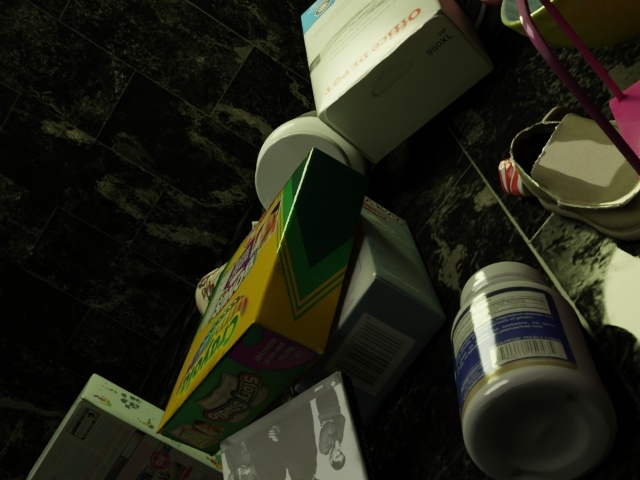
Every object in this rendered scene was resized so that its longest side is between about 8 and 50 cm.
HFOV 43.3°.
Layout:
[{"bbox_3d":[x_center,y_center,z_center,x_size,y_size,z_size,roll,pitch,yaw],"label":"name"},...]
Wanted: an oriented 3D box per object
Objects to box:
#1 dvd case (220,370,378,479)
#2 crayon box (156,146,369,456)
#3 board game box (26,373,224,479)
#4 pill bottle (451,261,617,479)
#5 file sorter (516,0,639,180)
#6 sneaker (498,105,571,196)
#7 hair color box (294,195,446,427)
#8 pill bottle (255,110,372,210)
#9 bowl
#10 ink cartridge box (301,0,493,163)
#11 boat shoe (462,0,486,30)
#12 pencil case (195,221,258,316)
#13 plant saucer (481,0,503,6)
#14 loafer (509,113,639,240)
[{"bbox_3d":[-0.019,0.276,0.830,0.179,0.029,0.239,-33,44,18],"label":"dvd case"},{"bbox_3d":[-0.085,0.095,1.152,0.363,0.106,0.313,-50,16,46],"label":"crayon box"},{"bbox_3d":[-0.320,0.404,1.382,0.224,0.303,0.097,-55,12,12],"label":"board game box"},{"bbox_3d":[0.165,0.099,0.662,0.112,0.112,0.187,-53,13,25],"label":"pill bottle"},{"bbox_3d":[0.295,-0.189,0.535,0.290,0.182,0.202,-36,21,27],"label":"file sorter"},{"bbox_3d":[0.255,-0.106,0.968,0.119,0.042,0.067,-62,16,-7],"label":"sneaker"},{"bbox_3d":[0.054,0.077,1.153,0.185,0.113,0.374,-56,13,16],"label":"hair color box"},{"bbox_3d":[-0.011,-0.143,1.584,0.210,0.210,0.363,-55,1,14],"label":"pill bottle"},{"bbox_3d":[0.342,-0.307,0.845,0.289,0.156,0.289,-54,13,19],"label":"bowl"},{"bbox_3d":[0.127,-0.380,1.524,0.285,0.166,0.395,-38,35,25],"label":"ink cartridge box"},{"bbox_3d":[0.231,-0.396,1.640,0.320,0.099,0.116,-59,12,-3],"label":"boat shoe"},{"bbox_3d":[-0.168,0.097,1.858,0.410,0.159,0.184,145,125,-62],"label":"pencil case"},{"bbox_3d":[0.395,-0.526,1.350,0.332,0.084,0.332,-53,13,18],"label":"plant saucer"},{"bbox_3d":[0.254,-0.067,0.759,0.102,0.092,0.268,-59,12,-3],"label":"loafer"}]
